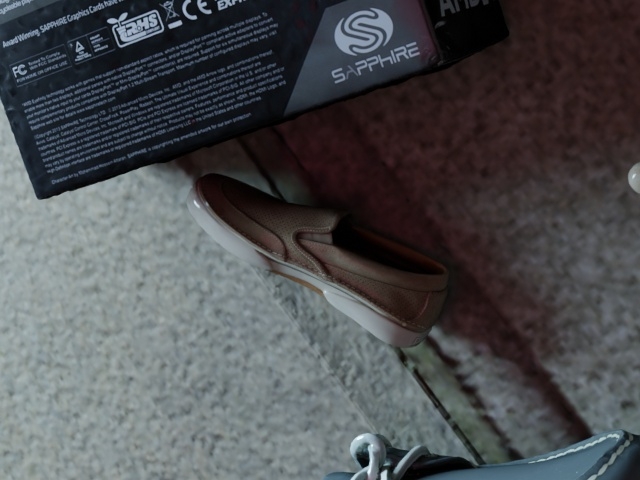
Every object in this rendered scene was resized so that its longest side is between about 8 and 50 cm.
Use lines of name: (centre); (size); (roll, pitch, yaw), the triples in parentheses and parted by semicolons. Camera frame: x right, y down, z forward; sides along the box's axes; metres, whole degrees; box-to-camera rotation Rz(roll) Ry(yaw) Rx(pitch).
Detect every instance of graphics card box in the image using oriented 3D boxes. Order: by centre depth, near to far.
graphics card box: (-0.083, -0.226, 0.845); (0.233, 0.094, 0.371); (-18, 94, 28)

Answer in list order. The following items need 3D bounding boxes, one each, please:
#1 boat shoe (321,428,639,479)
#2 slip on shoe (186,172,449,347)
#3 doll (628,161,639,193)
boat shoe: (0.022, 0.149, 0.880); (0.319, 0.116, 0.099); (-29, 94, 34)
slip on shoe: (0.000, 0.000, 0.886); (0.135, 0.051, 0.041); (34, 121, 11)
doll: (0.192, -0.051, 0.783); (0.129, 0.046, 0.189); (-12, 99, 15)
